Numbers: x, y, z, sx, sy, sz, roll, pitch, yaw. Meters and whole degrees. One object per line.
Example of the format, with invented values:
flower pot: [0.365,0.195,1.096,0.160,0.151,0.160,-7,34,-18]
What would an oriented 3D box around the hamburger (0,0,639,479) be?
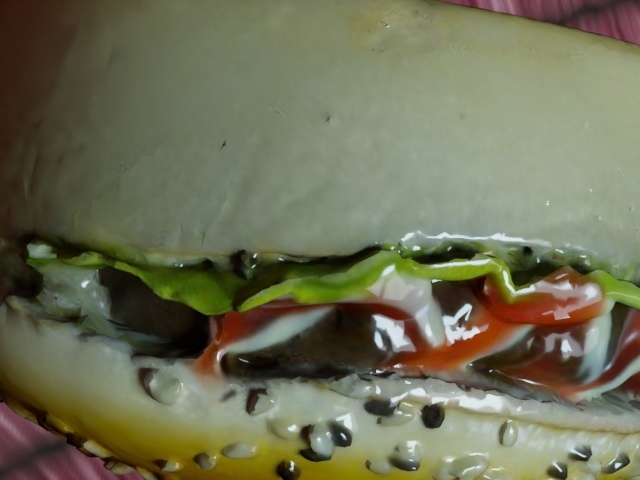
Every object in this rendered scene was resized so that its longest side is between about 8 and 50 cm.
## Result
hamburger: [0.000,0.000,0.609,0.300,0.300,0.176,3,98,-47]
